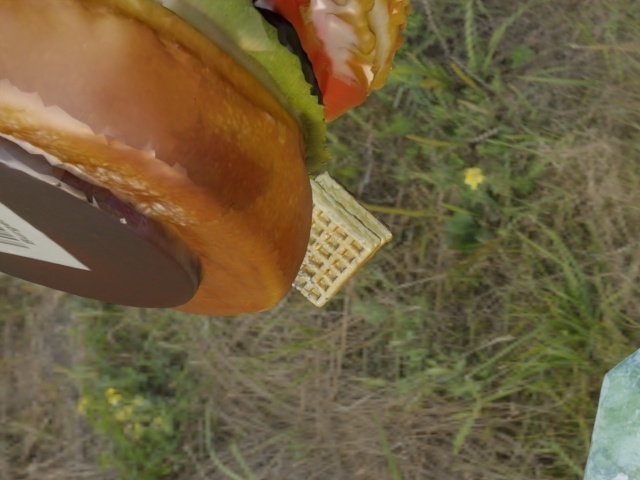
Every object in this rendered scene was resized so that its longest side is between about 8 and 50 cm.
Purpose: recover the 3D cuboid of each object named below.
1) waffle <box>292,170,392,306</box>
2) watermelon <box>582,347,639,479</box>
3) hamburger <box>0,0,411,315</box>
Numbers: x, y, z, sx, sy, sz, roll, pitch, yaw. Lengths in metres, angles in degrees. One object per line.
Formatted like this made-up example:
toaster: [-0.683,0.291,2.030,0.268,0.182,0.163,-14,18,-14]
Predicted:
waffle: [0.000,0.001,1.205,0.102,0.042,0.148,41,144,-1]
watermelon: [0.351,0.170,1.093,0.228,0.258,0.387,12,130,5]
hamburger: [-0.124,-0.119,0.605,0.330,0.330,0.250,4,68,38]
